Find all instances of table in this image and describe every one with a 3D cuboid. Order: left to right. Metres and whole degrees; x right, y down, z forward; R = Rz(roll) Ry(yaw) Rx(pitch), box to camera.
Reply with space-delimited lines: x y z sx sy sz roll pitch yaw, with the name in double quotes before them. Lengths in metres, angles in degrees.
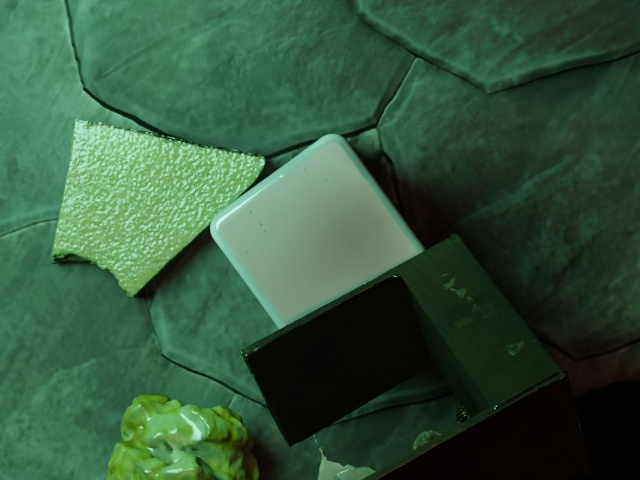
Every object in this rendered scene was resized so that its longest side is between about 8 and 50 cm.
"table" 0.105 0.189 1.541 0.282 0.196 0.251 -29 46 -7

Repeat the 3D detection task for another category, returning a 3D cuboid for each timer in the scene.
"timer" 0.000 0.000 1.685 0.192 0.195 0.194 -36 92 2

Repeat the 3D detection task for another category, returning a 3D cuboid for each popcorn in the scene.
"popcorn" -0.174 0.276 1.719 0.185 0.167 0.187 16 56 24

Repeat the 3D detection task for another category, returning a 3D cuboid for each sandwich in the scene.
"sandwich" -0.206 -0.029 1.758 0.244 0.063 0.212 12 96 1

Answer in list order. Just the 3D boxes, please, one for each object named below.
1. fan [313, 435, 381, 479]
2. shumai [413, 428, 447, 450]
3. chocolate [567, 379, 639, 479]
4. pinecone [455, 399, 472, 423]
"fan" 0.026 0.316 1.786 0.182 0.010 0.310 -29 91 2
"shumai" 0.172 0.308 1.721 0.145 0.116 0.146 6 109 17
"chocolate" 0.441 0.375 1.637 0.383 0.384 0.331 -13 109 2
"pinecone" 0.211 0.213 1.748 0.083 0.077 0.077 29 92 -11
